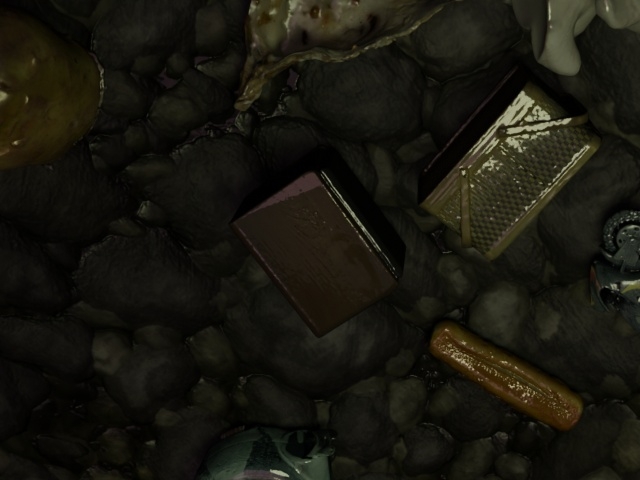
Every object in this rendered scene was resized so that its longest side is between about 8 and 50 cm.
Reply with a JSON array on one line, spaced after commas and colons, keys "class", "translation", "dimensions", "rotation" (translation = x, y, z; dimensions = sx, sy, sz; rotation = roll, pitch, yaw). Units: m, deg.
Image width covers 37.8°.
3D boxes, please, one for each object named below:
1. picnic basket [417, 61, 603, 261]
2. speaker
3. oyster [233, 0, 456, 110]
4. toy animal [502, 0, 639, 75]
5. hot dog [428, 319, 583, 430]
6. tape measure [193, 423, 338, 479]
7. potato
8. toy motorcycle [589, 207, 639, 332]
[{"class": "picnic basket", "translation": [0.272, -0.118, 1.372], "dimensions": [0.139, 0.165, 0.267], "rotation": [37, 111, -9]}, {"class": "speaker", "translation": [0.000, 0.000, 1.457], "dimensions": [0.192, 0.153, 0.231], "rotation": [-34, 103, 17]}, {"class": "oyster", "translation": [0.013, -0.353, 1.365], "dimensions": [0.396, 0.111, 0.204], "rotation": [-21, 89, 15]}, {"class": "toy animal", "translation": [0.393, -0.362, 1.241], "dimensions": [0.264, 0.272, 0.206], "rotation": [-8, 135, -3]}, {"class": "hot dog", "translation": [0.306, 0.220, 1.550], "dimensions": [0.285, 0.061, 0.088], "rotation": [35, 107, -5]}, {"class": "tape measure", "translation": [-0.091, 0.455, 1.646], "dimensions": [0.274, 0.147, 0.256], "rotation": [-7, 112, 5]}, {"class": "potato", "translation": [-0.503, -0.210, 1.397], "dimensions": [0.300, 0.237, 0.289], "rotation": [10, 112, 4]}, {"class": "toy motorcycle", "translation": [0.527, 0.086, 1.454], "dimensions": [0.307, 0.108, 0.173], "rotation": [42, 119, -10]}]
